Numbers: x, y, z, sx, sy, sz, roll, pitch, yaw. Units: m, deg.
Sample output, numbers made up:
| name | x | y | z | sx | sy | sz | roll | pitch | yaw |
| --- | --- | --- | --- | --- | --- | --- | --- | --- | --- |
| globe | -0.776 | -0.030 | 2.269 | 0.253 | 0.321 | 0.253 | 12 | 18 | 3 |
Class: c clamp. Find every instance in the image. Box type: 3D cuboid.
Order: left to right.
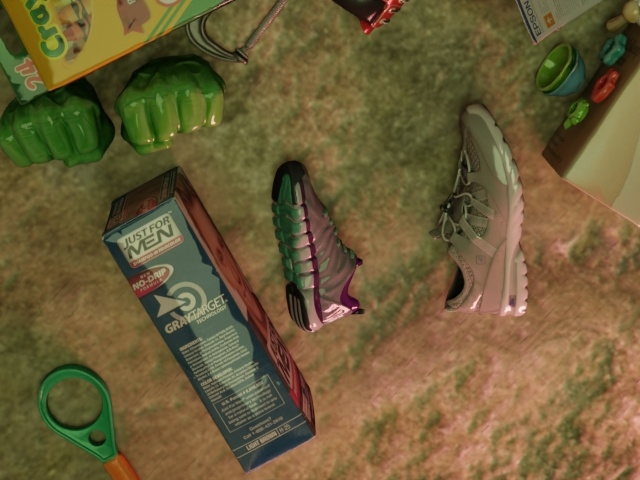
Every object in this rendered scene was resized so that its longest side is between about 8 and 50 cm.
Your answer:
| name | x | y | z | sx | sy | sz | roll | pitch | yaw |
| --- | --- | --- | --- | --- | --- | --- | --- | --- | --- |
| c clamp | -0.080 | -0.278 | 1.922 | 0.137 | 0.022 | 0.161 | 41 | 99 | -13 |

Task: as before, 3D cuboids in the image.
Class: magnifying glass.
| name | x | y | z | sx | sy | sz | roll | pitch | yaw |
| --- | --- | --- | --- | --- | --- | --- | --- | --- | --- |
| magnifying glass | -0.286 | 0.263 | 2.064 | 0.092 | 0.026 | 0.231 | -30 | 103 | 5 |

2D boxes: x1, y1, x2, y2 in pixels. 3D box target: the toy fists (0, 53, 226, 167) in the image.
| name | x | y | z | sx | sy | sz | roll | pitch | yaw |
| --- | --- | --- | --- | --- | --- | --- | --- | --- | --- |
| toy fists | -0.249 | -0.150 | 1.887 | 0.279 | 0.142 | 0.096 | -10 | 106 | 0 |

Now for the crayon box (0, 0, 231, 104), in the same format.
| name | x | y | z | sx | sy | sz | roll | pitch | yaw |
| --- | --- | --- | --- | --- | --- | --- | --- | --- | --- |
| crayon box | -0.251 | -0.304 | 1.780 | 0.318 | 0.081 | 0.202 | -27 | 98 | 6 |

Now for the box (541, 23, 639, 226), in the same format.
| name | x | y | z | sx | sy | sz | roll | pitch | yaw |
| --- | --- | --- | --- | --- | --- | --- | --- | --- | --- |
| box | 0.413 | -0.188 | 1.912 | 0.121 | 0.148 | 0.311 | 31 | 100 | -10 |

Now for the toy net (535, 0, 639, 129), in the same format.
| name | x | y | z | sx | sy | sz | roll | pitch | yaw |
| --- | --- | --- | --- | --- | --- | --- | --- | --- | --- |
| toy net | 0.348 | -0.244 | 1.881 | 0.045 | 0.122 | 0.232 | 30 | 119 | -18 |

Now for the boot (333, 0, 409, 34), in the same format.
| name | x | y | z | sx | sy | sz | roll | pitch | yaw |
| --- | --- | --- | --- | --- | --- | --- | --- | --- | --- |
| boot | 0.135 | -0.313 | 1.902 | 0.244 | 0.088 | 0.176 | 16 | 118 | -14 |

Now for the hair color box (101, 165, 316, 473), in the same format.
| name | x | y | z | sx | sy | sz | roll | pitch | yaw |
| --- | --- | --- | --- | --- | --- | --- | --- | --- | --- |
| hair color box | -0.133 | 0.094 | 1.945 | 0.105 | 0.174 | 0.347 | -29 | 105 | 4 |

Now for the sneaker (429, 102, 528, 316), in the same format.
| name | x | y | z | sx | sy | sz | roll | pitch | yaw |
| --- | --- | --- | --- | --- | --- | --- | --- | --- | --- |
| sneaker | 0.191 | -0.030 | 1.963 | 0.115 | 0.105 | 0.281 | -8 | 106 | -1 |

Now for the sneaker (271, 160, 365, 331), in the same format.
| name | x | y | z | sx | sy | sz | roll | pitch | yaw |
| --- | --- | --- | --- | --- | --- | --- | --- | --- | --- |
| sneaker | 0.000 | 0.000 | 1.989 | 0.098 | 0.083 | 0.224 | -14 | 112 | -21 |

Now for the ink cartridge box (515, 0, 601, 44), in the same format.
| name | x | y | z | sx | sy | sz | roll | pitch | yaw |
| --- | --- | --- | --- | --- | --- | --- | --- | --- | --- |
| ink cartridge box | 0.266 | -0.368 | 1.844 | 0.224 | 0.045 | 0.223 | -34 | 108 | -32 |
